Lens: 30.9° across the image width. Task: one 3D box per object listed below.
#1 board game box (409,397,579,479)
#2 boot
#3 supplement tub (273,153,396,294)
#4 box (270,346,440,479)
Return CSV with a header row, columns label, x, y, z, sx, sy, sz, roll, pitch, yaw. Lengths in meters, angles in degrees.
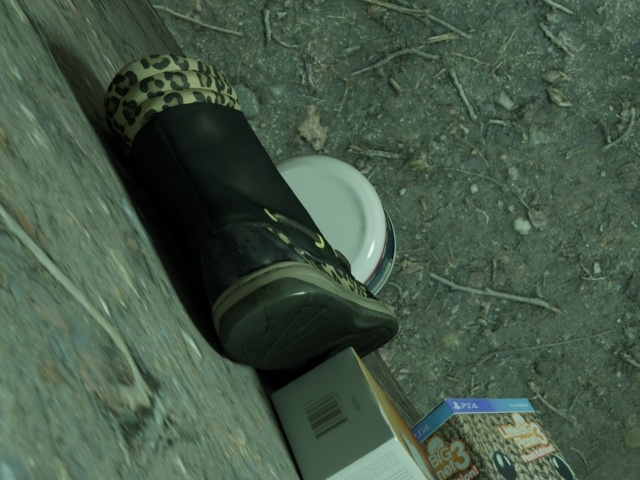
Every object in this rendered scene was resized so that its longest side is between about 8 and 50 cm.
label,x,y,z,sx,sy,sz,roll,pitch,yaw
board game box,0.270,0.387,1.685,0.232,0.141,0.291,8,43,-49
boot,-0.064,-0.006,1.127,0.284,0.138,0.377,59,8,18
supplement tub,0.000,0.000,1.531,0.191,0.191,0.272,58,3,10
box,0.045,0.207,1.061,0.170,0.091,0.130,56,3,-38
